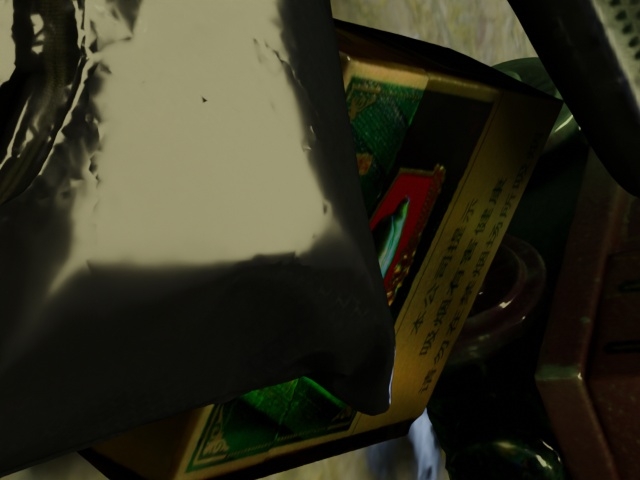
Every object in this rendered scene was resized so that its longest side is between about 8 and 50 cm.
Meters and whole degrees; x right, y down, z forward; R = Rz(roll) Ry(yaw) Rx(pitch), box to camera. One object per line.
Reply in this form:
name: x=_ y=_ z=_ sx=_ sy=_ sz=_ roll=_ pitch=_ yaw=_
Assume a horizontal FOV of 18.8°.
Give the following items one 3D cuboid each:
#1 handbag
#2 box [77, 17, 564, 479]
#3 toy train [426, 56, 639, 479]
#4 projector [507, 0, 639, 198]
handbag: x=-0.082 y=-0.059 z=0.503 sx=0.211 sy=0.088 sz=0.254 roll=-10 pitch=94 yaw=-34
box: x=0.000 y=0.000 z=0.711 sx=0.159 sy=0.071 sz=0.240 roll=-65 pitch=159 yaw=12
toy train: x=0.160 y=0.012 z=0.964 sx=0.304 sy=0.221 sz=0.150 roll=-71 pitch=145 yaw=-45
projector: x=0.107 y=-0.278 z=0.721 sx=0.405 sy=0.242 sz=0.395 roll=53 pitch=12 yaw=-51
